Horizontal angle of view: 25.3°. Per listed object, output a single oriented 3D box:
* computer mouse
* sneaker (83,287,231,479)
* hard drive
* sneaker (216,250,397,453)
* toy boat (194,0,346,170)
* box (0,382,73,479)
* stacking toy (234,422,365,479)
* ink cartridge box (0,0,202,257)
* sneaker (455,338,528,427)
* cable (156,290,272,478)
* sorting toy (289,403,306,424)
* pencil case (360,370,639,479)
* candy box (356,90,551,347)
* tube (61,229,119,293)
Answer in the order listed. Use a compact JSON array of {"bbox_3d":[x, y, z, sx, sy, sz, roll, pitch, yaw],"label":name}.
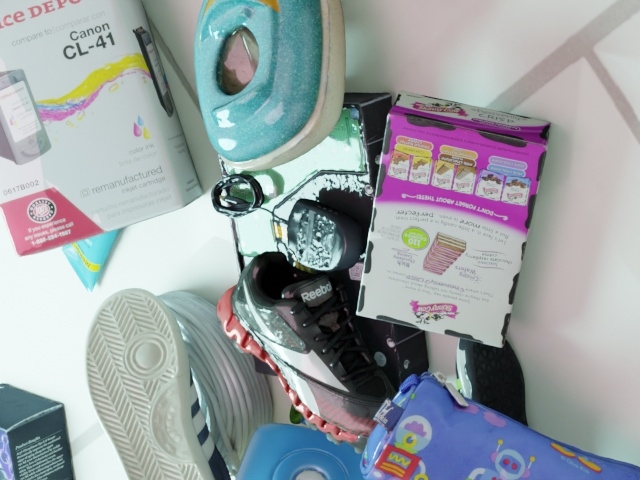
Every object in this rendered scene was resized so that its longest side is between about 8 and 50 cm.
[{"bbox_3d":[-0.035,-0.024,1.585,0.242,0.041,0.071,26,114,42],"label":"computer mouse"},{"bbox_3d":[-0.192,0.233,1.746,0.148,0.131,0.350,64,-171,-71],"label":"sneaker"},{"bbox_3d":[0.000,0.000,1.627,0.237,0.064,0.338,4,110,42],"label":"hard drive"},{"bbox_3d":[0.000,0.114,1.558,0.276,0.098,0.135,43,134,24],"label":"sneaker"},{"bbox_3d":[-0.023,-0.233,1.462,0.318,0.148,0.267,-29,59,36],"label":"toy boat"},{"bbox_3d":[-0.465,0.341,2.173,0.153,0.108,0.207,10,114,41],"label":"box"},{"bbox_3d":[-0.022,0.377,1.756,0.175,0.165,0.301,13,139,6],"label":"stacking toy"},{"bbox_3d":[-0.299,-0.158,1.726,0.226,0.131,0.306,-17,98,8],"label":"ink cartridge box"},{"bbox_3d":[0.169,0.204,1.538,0.097,0.084,0.234,-4,104,45],"label":"sneaker"},{"bbox_3d":[-0.176,0.189,1.854,0.257,0.089,0.257,11,113,40],"label":"cable"},{"bbox_3d":[0.002,0.200,1.725,0.042,0.061,0.102,25,146,-18],"label":"sorting toy"},{"bbox_3d":[0.191,0.235,1.423,0.306,0.119,0.133,25,104,1],"label":"pencil case"},{"bbox_3d":[0.133,-0.020,1.446,0.159,0.071,0.233,13,118,8],"label":"candy box"},{"bbox_3d":[-0.302,-0.014,1.921,0.080,0.052,0.207,59,142,21],"label":"tube"}]
